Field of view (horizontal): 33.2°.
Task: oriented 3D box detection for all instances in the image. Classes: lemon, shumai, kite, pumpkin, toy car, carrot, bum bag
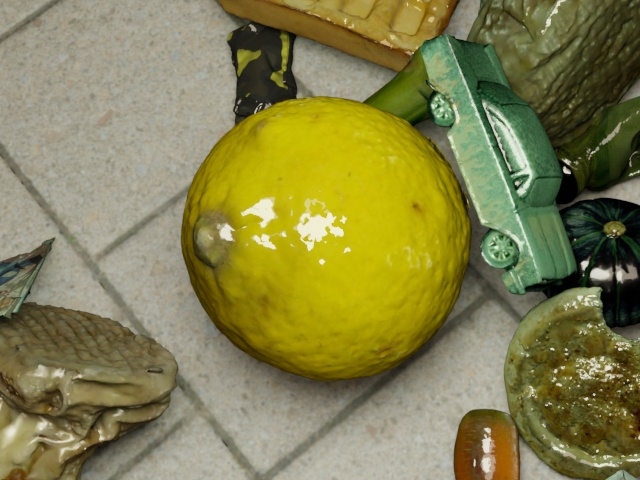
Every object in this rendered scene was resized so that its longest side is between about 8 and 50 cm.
[{"bbox_3d":[0.000,0.000,1.296,0.350,0.387,0.349,5,98,37],"label":"lemon"},{"bbox_3d":[0.282,-0.308,1.472,0.288,0.292,0.330,47,111,32],"label":"shumai"},{"bbox_3d":[-0.485,0.081,1.401,0.406,0.014,0.368,-2,25,42],"label":"kite"},{"bbox_3d":[0.368,0.026,1.372,0.194,0.150,0.194,-3,68,7],"label":"pumpkin"},{"bbox_3d":[-0.343,0.229,1.362,0.314,0.267,0.262,23,103,41],"label":"shumai"},{"bbox_3d":[0.218,-0.095,1.275,0.097,0.141,0.320,-25,80,32],"label":"toy car"},{"bbox_3d":[0.206,0.305,1.316,0.087,0.087,0.193,0,72,5],"label":"carrot"},{"bbox_3d":[-0.079,-0.236,1.559,0.107,0.060,0.232,-6,63,-3],"label":"bum bag"}]

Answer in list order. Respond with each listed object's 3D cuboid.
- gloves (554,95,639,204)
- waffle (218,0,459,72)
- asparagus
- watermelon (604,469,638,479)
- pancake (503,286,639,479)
[{"bbox_3d":[0.408,-0.130,1.448,0.268,0.135,0.107,-19,44,-16],"label":"gloves"},{"bbox_3d":[0.048,-0.401,1.572,0.348,0.077,0.304,21,61,14],"label":"waffle"},{"bbox_3d":[0.063,-0.156,1.468,0.343,0.085,0.082,-36,73,22],"label":"asparagus"},{"bbox_3d":[0.346,0.447,1.180,0.320,0.213,0.289,-37,83,-22],"label":"watermelon"},{"bbox_3d":[0.340,0.183,1.308,0.254,0.037,0.253,5,105,20],"label":"pancake"}]
